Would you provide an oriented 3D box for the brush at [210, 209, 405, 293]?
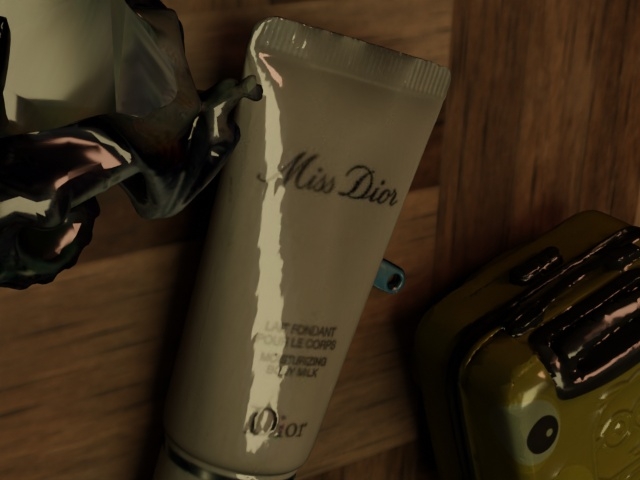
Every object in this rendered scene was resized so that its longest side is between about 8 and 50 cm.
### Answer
[{"bbox_3d":[0.000,0.000,0.710,0.164,0.014,0.051,28,95,-41],"label":"brush"}]

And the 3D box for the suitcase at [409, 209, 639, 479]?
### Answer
[{"bbox_3d":[0.168,0.107,0.796,0.194,0.143,0.235,-29,126,-21],"label":"suitcase"}]

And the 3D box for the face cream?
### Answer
[{"bbox_3d":[-0.025,0.035,0.661,0.143,0.089,0.314,8,104,-37],"label":"face cream"}]

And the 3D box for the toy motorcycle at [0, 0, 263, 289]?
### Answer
[{"bbox_3d":[-0.105,-0.113,0.525,0.159,0.106,0.270,-3,102,-39],"label":"toy motorcycle"}]
